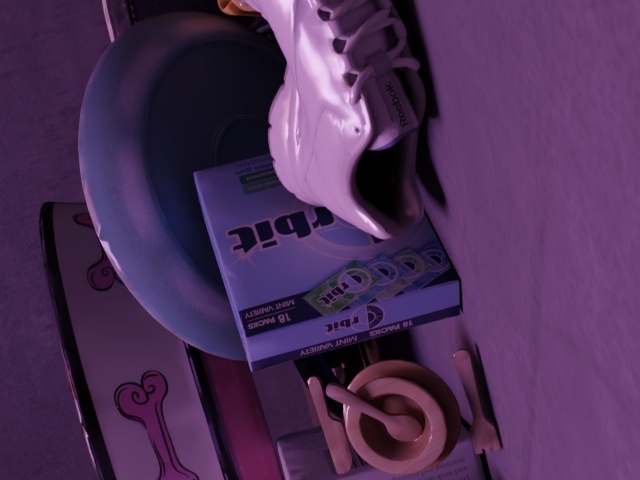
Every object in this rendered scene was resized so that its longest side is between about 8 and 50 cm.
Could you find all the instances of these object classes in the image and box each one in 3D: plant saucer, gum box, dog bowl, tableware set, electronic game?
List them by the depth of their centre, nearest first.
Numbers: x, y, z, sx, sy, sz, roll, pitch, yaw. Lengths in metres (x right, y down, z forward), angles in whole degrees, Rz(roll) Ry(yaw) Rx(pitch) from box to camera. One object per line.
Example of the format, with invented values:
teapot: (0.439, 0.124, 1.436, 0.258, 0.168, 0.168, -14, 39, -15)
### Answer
tableware set: (0.070, 0.181, 0.876, 0.039, 0.128, 0.194, -38, -67, -66)
gum box: (0.000, 0.000, 0.915, 0.041, 0.157, 0.184, 83, 170, -45)
plant saucer: (-0.066, -0.055, 1.058, 0.044, 0.318, 0.317, -19, 86, 42)
dog bowl: (-0.142, 0.139, 1.192, 0.408, 0.150, 0.408, 164, 90, -85)
electronic game: (0.004, 0.107, 1.437, 0.229, 0.048, 0.229, -23, -90, -78)

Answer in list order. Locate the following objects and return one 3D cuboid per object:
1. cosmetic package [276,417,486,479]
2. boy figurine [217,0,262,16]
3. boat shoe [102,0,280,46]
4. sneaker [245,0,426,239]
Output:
cosmetic package: (0.062, 0.247, 1.009, 0.151, 0.151, 0.183, -136, 32, -80)
boy figurine: (-0.065, -0.275, 1.038, 0.285, 0.092, 0.177, 73, -168, -80)
boat shoe: (-0.095, -0.152, 1.305, 0.156, 0.187, 0.500, 107, 141, -76)
sneaker: (0.020, -0.132, 0.795, 0.129, 0.111, 0.297, 42, 154, 48)
